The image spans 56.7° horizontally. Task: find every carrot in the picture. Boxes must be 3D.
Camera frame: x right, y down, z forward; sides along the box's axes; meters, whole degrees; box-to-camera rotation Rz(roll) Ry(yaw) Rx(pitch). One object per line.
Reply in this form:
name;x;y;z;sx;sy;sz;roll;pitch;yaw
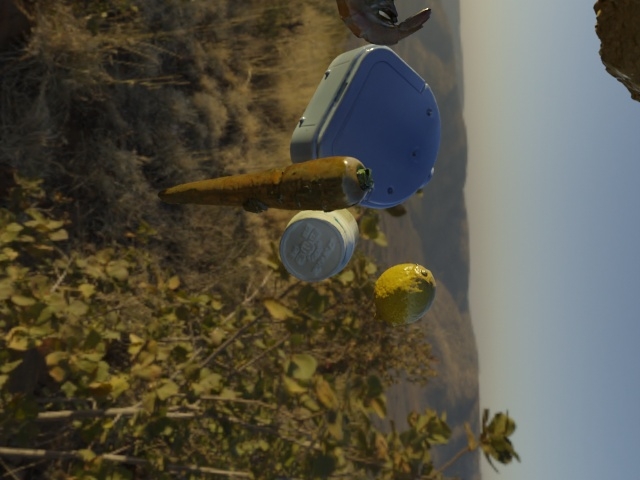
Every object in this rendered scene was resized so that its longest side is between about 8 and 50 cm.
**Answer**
carrot;-0.064;-0.047;0.552;0.049;0.254;0.049;0;90;-56

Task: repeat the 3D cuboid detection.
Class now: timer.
timer;0.133;-0.256;1.489;0.394;0.173;0.396;-4;97;-32

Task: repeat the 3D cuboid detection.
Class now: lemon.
lemon;0.090;0.061;0.650;0.092;0.065;0.065;-53;-168;35

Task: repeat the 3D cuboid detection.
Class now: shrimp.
shrimp;0.148;-0.438;1.063;0.068;0.248;0.150;176;-110;-83

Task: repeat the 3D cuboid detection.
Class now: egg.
egg;0.589;-0.335;0.930;0.310;0.279;0.279;53;-4;28

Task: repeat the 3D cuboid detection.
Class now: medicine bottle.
medicine bottle;0.000;0.000;1.192;0.258;0.143;0.144;-37;124;-80
